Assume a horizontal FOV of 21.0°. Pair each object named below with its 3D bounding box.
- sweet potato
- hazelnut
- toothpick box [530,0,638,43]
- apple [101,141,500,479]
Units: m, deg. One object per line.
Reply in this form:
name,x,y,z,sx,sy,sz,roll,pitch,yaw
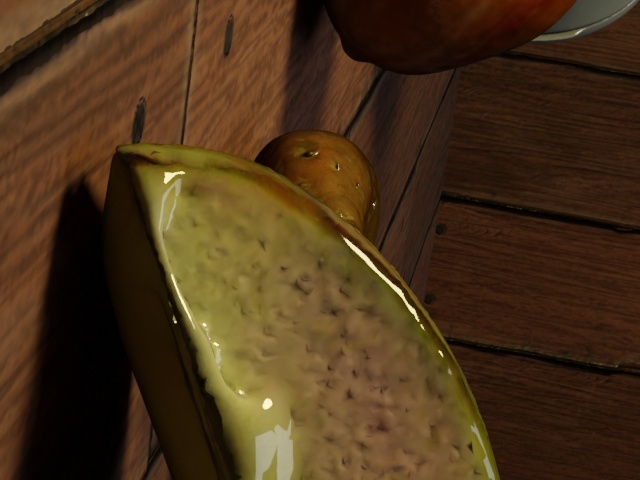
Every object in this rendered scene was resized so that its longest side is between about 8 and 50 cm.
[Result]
sweet potato,-0.001,-0.007,0.959,0.346,0.079,0.108,119,-38,-84
hazelnut,0.085,-0.196,1.095,0.214,0.176,0.214,-51,176,-5
toothpick box,0.200,-0.356,1.430,0.355,0.263,0.263,85,17,-61
apple,-0.003,0.085,0.696,0.193,0.120,0.265,149,-77,-81
